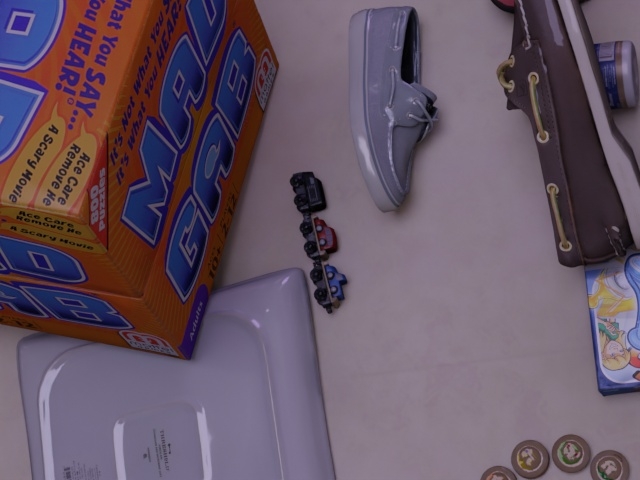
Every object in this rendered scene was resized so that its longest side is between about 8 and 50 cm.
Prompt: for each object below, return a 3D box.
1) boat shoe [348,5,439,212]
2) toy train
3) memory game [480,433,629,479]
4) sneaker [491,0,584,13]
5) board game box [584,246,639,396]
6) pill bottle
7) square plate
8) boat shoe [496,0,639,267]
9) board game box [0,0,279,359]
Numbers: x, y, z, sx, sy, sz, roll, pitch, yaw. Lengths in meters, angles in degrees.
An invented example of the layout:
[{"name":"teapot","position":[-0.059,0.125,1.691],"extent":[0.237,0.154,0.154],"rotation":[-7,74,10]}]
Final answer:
[{"name":"boat shoe","position":[0.078,-0.142,1.496],"extent":[0.081,0.079,0.227],"rotation":[-12,68,21]},{"name":"toy train","position":[0.000,0.000,1.514],"extent":[0.036,0.027,0.158],"rotation":[-14,70,4]},{"name":"memory game","position":[0.225,0.272,1.360],"extent":[0.186,0.012,0.186],"rotation":[-5,73,18]},{"name":"sneaker","position":[0.287,-0.351,1.450],"extent":[0.314,0.136,0.116],"rotation":[-35,65,8]},{"name":"board game box","position":[0.354,0.066,1.360],"extent":[0.201,0.035,0.136],"rotation":[-10,72,17]},{"name":"pill bottle","position":[0.252,-0.160,1.445],"extent":[0.120,0.067,0.067],"rotation":[-4,74,19]},{"name":"square plate","position":[-0.157,0.225,1.493],"extent":[0.344,0.049,0.347],"rotation":[-14,70,15]},{"name":"boat shoe","position":[0.221,-0.135,1.363],"extent":[0.097,0.116,0.324],"rotation":[-19,92,16]},{"name":"board game box","position":[-0.286,-0.133,1.426],"extent":[0.357,0.356,0.356],"rotation":[9,68,15]}]
